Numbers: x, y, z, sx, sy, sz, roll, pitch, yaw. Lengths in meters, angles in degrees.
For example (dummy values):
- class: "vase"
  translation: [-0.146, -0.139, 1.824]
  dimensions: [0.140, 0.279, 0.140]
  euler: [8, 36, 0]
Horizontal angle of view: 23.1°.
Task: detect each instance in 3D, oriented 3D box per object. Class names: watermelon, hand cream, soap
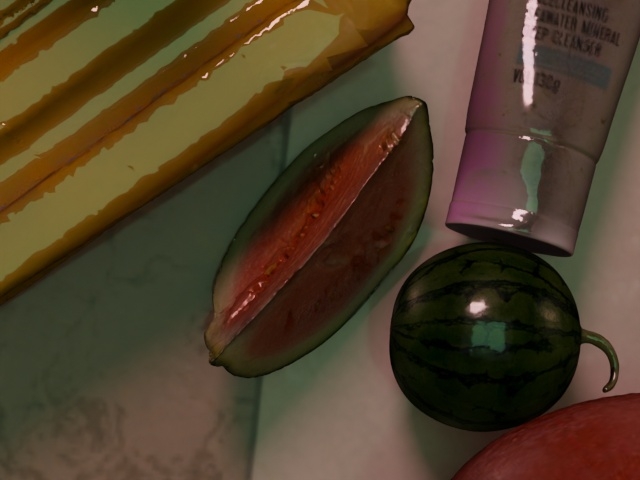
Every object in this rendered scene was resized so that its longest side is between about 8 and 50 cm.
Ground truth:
- class: "watermelon"
  translation: [-0.007, -0.005, 0.799]
  dimensions: [0.069, 0.087, 0.163]
  euler: [38, 86, 27]
- class: "hand cream"
  translation: [0.138, -0.149, 0.808]
  dimensions: [0.111, 0.070, 0.312]
  euler: [14, 86, -2]
- class: "soap"
  translation: [-0.137, -0.099, 0.771]
  dimensions: [0.324, 0.096, 0.204]
  euler: [-35, 92, -3]
- class: "watermelon"
  translation: [0.087, 0.046, 0.788]
  dimensions: [0.109, 0.109, 0.109]
  euler: [0, 91, -4]

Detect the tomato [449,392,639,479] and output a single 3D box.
- class: "tomato"
  translation: [0.160, 0.203, 0.724]
  dimensions: [0.265, 0.265, 0.264]
  euler: [0, 91, -4]
